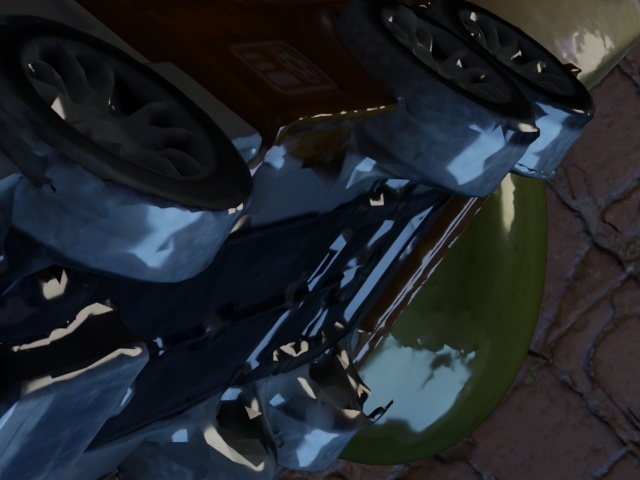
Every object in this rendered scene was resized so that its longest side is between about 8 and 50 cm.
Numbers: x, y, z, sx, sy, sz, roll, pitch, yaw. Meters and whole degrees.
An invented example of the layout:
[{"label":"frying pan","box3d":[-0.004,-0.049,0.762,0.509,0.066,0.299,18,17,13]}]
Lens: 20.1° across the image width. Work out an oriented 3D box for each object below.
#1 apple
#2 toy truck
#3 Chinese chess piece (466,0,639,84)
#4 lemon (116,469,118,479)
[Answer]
[{"label":"apple","box3d":[0.000,0.000,0.999,0.279,0.279,0.279,-41,175,-4]},{"label":"toy truck","box3d":[-0.080,-0.027,0.532,0.173,0.207,0.387,-54,165,20]},{"label":"Chinese chess piece","box3d":[0.132,-0.131,1.600,0.338,0.140,0.338,-40,175,-4]},{"label":"lemon","box3d":[-0.188,0.116,1.087,0.248,0.184,0.184,-51,178,-19]}]
